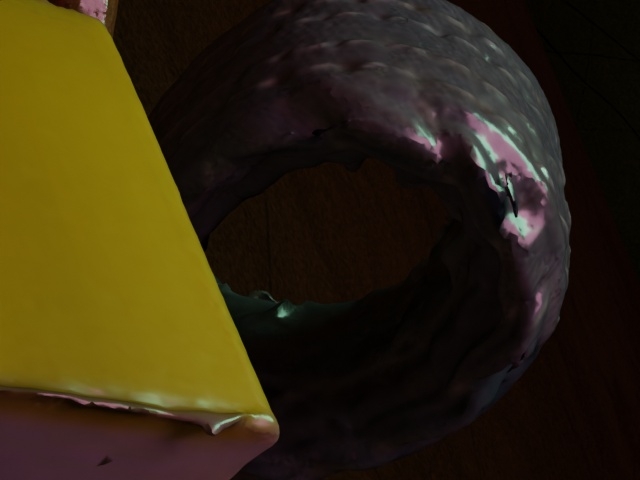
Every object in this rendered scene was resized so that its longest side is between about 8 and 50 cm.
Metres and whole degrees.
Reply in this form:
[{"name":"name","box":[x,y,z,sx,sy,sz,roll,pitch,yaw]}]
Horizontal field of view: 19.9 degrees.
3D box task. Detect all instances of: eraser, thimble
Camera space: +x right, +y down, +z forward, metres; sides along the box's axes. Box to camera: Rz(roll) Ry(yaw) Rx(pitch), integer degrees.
[{"name":"eraser","box":[-0.120,-0.004,0.610,0.158,0.069,0.226,13,37,-38]},{"name":"thimble","box":[0.000,0.000,0.854,0.172,0.236,0.205,-74,144,-64]}]

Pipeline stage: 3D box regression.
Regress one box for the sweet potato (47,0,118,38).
[{"name":"sweet potato","box":[-0.127,-0.118,0.945,0.056,0.056,0.195,47,30,-48]}]
